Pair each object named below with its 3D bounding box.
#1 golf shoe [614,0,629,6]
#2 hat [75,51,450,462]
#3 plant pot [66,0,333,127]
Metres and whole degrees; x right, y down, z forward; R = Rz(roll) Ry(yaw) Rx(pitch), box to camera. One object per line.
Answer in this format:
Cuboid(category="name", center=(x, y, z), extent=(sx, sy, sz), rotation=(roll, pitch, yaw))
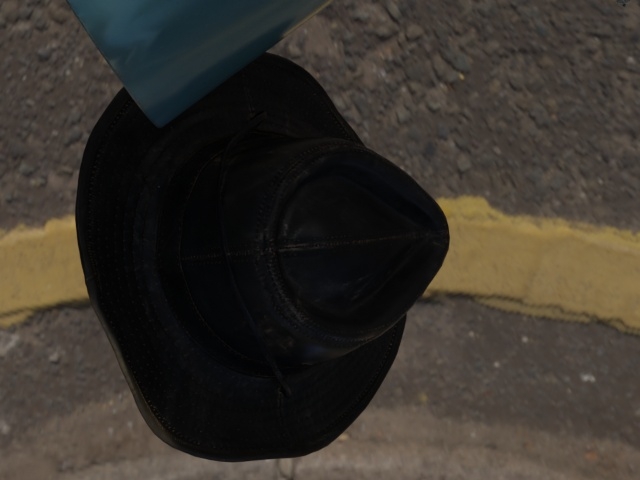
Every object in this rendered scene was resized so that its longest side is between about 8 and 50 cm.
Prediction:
Cuboid(category="golf shoe", center=(0.341, -0.364, 1.454), extent=(0.086, 0.176, 0.069), rotation=(9, 156, -23))
Cuboid(category="hat", center=(0.000, 0.000, 0.837), extent=(0.134, 0.331, 0.331), rotation=(-11, 121, 41))
Cuboid(category="plant pot", center=(-0.051, -0.238, 0.567), extent=(0.235, 0.293, 0.293), rotation=(-30, 113, 0))
